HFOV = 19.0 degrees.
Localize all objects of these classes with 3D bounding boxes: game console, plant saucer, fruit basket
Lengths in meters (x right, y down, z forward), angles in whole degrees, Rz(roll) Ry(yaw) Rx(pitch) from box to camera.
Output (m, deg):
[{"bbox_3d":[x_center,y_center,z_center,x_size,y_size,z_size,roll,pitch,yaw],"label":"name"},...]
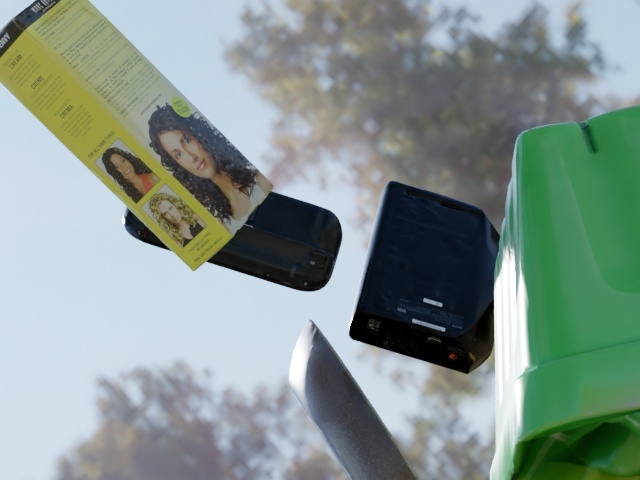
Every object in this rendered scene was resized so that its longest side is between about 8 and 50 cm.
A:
[{"bbox_3d":[0.000,0.000,1.785,0.213,0.361,0.044,-73,1,-53],"label":"game console"},{"bbox_3d":[0.056,0.210,1.635,0.050,0.310,0.310,-33,-24,-3],"label":"plant saucer"},{"bbox_3d":[0.206,0.135,1.073,0.283,0.392,0.392,-13,-27,-1],"label":"fruit basket"}]

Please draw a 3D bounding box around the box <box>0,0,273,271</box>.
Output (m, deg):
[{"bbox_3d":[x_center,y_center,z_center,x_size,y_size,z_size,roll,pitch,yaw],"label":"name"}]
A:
[{"bbox_3d":[-0.147,-0.090,1.462,0.058,0.232,0.087,-41,8,37],"label":"box"}]
